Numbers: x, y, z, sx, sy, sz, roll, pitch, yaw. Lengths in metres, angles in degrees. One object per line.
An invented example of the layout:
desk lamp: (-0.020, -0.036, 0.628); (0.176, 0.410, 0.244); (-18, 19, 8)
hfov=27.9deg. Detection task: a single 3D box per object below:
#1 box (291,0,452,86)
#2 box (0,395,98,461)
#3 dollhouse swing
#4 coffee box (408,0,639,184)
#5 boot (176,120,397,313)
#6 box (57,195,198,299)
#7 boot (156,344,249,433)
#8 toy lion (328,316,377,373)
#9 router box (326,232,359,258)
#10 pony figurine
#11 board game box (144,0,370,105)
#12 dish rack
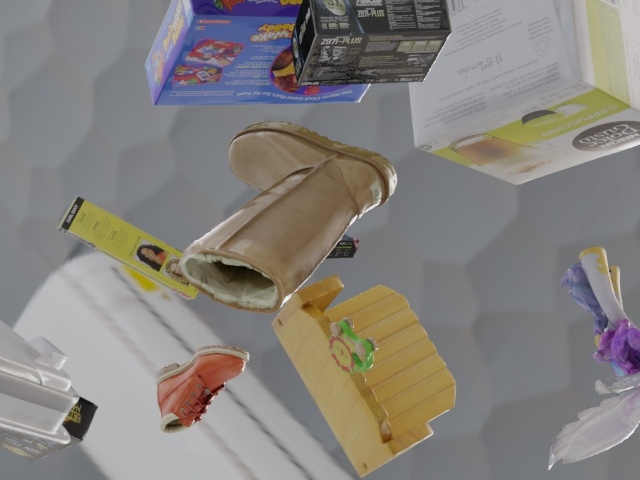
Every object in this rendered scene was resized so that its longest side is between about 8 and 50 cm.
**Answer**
box: (0.062, -0.269, 1.686); (0.180, 0.147, 0.077); (-4, -108, -11)
box: (-0.389, 0.179, 1.488); (0.220, 0.175, 0.051); (30, -120, -20)
dollhouse swing: (0.132, 0.222, 2.483); (0.305, 0.315, 0.347); (-26, -102, -22)
coffee box: (0.377, -0.328, 2.247); (0.334, 0.337, 0.338); (16, -116, -47)
boot: (-0.070, -0.034, 1.432); (0.236, 0.089, 0.269); (10, -146, 31)
box: (-0.287, 0.013, 1.981); (0.232, 0.058, 0.087); (29, 170, -12)
boot: (-0.142, 0.181, 1.559); (0.059, 0.158, 0.085); (26, -131, -32)
toy lion: (0.049, 0.179, 2.085); (0.034, 0.096, 0.100); (-24, -137, -30)
router box: (0.000, 0.000, 2.442); (0.092, 0.038, 0.122); (28, -161, 38)
pony figurine: (0.508, 0.184, 1.984); (0.351, 0.303, 0.363); (-7, -117, -19)
board game box: (-0.063, -0.295, 1.919); (0.347, 0.233, 0.078); (-3, -115, -25)
dish rack: (-0.368, 0.047, 1.128); (0.333, 0.072, 0.285); (34, 177, 27)
